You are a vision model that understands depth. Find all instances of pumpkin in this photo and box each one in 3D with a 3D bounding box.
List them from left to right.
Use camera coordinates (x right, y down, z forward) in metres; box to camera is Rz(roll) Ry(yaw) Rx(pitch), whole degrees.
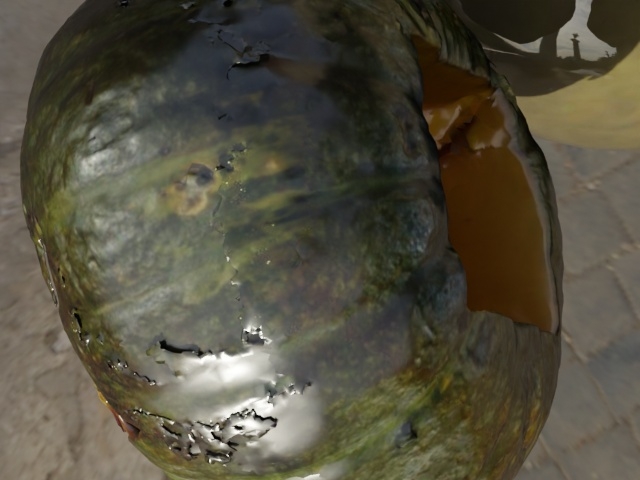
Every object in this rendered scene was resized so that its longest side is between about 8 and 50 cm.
[{"bbox_3d":[0.000,0.000,0.831,0.192,0.320,0.320,-14,94,26],"label":"pumpkin"}]

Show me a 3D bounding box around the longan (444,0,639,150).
[{"bbox_3d":[0.181,-0.255,1.092,0.404,0.336,0.405,2,86,-30],"label":"longan"}]
